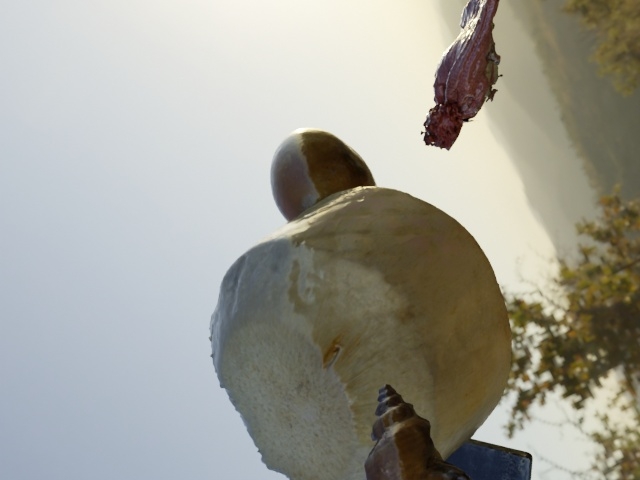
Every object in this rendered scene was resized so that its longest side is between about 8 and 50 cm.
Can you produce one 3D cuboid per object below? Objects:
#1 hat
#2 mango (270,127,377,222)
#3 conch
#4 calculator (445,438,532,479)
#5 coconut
[{"bbox_3d":[0.243,-0.274,1.604,0.107,0.286,0.236,20,167,7],"label":"hat"},{"bbox_3d":[0.006,-0.092,1.544,0.193,0.146,0.316,50,-171,-15],"label":"mango"},{"bbox_3d":[0.102,0.242,0.893,0.232,0.086,0.080,56,177,13],"label":"conch"},{"bbox_3d":[0.261,0.419,1.608,0.021,0.161,0.261,-55,-30,-48],"label":"calculator"},{"bbox_3d":[0.061,0.132,1.311,0.415,0.345,0.415,22,-118,-49],"label":"coconut"}]
